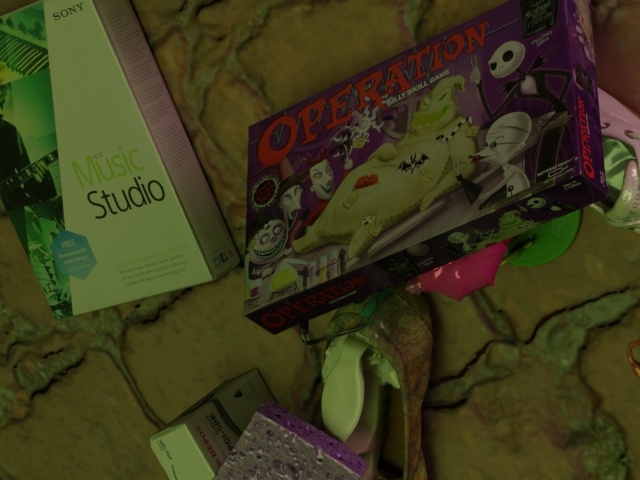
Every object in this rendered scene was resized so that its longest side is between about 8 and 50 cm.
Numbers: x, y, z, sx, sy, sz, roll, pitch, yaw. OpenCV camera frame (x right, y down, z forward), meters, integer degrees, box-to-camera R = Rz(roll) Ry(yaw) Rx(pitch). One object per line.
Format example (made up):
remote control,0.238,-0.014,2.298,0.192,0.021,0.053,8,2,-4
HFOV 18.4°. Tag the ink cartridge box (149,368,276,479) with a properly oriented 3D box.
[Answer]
ink cartridge box,-0.094,0.205,1.993,0.056,0.135,0.099,-27,96,38

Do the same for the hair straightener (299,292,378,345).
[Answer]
hair straightener,0.043,-0.006,1.796,0.089,0.047,0.230,24,89,15

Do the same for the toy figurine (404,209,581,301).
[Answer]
toy figurine,0.123,0.002,1.737,0.130,0.159,0.173,52,130,3

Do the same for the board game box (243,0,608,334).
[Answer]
board game box,0.079,-0.069,1.680,0.347,0.208,0.056,-24,136,31

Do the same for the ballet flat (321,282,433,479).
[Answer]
ballet flat,0.042,0.204,1.916,0.123,0.123,0.348,17,120,26

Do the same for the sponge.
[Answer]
sponge,-0.052,0.254,1.894,0.117,0.031,0.210,32,124,1

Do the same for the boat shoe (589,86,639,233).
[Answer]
boat shoe,0.273,-0.042,1.656,0.277,0.096,0.098,29,125,20

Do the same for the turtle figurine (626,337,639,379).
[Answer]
turtle figurine,0.402,0.099,1.641,0.269,0.087,0.217,30,141,13

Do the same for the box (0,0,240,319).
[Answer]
box,-0.240,-0.090,2.002,0.232,0.058,0.322,-15,102,37
